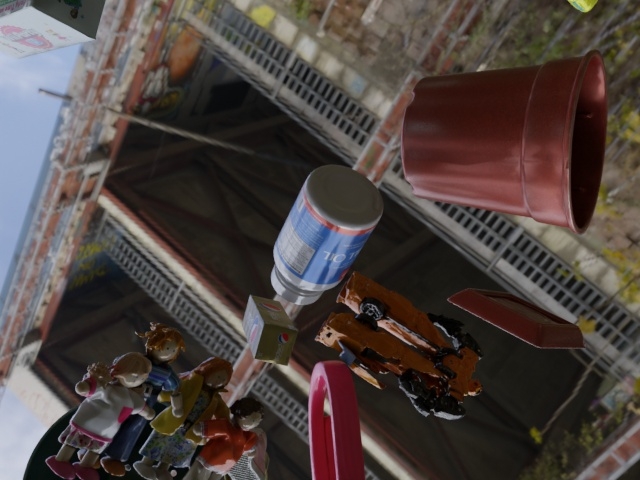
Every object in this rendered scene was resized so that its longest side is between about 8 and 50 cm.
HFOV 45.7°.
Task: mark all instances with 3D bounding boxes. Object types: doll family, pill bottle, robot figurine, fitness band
[{"bbox_3d":[-0.178,0.180,0.831,0.118,0.163,0.263,27,175,47],"label":"doll family"},{"bbox_3d":[0.000,0.000,1.170,0.124,0.221,0.124,13,-133,-15],"label":"pill bottle"},{"bbox_3d":[0.147,0.186,1.307,0.291,0.085,0.211,34,-134,-1],"label":"robot figurine"},{"bbox_3d":[0.023,0.344,1.258,0.054,0.209,0.290,-1,-118,-10],"label":"fitness band"}]

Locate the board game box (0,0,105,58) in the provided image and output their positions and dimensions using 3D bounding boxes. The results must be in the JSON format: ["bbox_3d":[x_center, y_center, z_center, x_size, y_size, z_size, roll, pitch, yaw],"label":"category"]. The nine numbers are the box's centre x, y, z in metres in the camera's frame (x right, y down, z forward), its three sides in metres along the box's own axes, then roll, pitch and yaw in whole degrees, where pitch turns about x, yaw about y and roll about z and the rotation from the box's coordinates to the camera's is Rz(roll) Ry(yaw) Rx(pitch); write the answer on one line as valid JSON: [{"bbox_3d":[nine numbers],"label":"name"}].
[{"bbox_3d":[-0.363,-0.416,1.027,0.224,0.303,0.098,5,168,43],"label":"board game box"}]

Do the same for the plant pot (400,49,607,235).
[{"bbox_3d":[0.284,-0.154,1.182,0.265,0.272,0.272,6,-160,29],"label":"plant pot"}]

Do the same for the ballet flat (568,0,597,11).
[{"bbox_3d":[0.501,-0.490,1.318,0.077,0.231,0.077,43,167,-26],"label":"ballet flat"}]

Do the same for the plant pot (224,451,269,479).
[{"bbox_3d":[-0.131,0.429,1.438,0.083,0.083,0.079,34,-169,5],"label":"plant pot"}]

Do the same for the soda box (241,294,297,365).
[{"bbox_3d":[-0.088,0.147,1.270,0.058,0.061,0.181,15,-173,-14],"label":"soda box"}]

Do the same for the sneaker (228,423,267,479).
[{"bbox_3d":[-0.102,0.259,0.972,0.051,0.134,0.070,-9,-138,9],"label":"sneaker"}]

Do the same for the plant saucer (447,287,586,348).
[{"bbox_3d":[0.471,0.177,1.789,0.259,0.047,0.258,8,-165,-47],"label":"plant saucer"}]

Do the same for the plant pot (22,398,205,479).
[{"bbox_3d":[-0.295,0.393,1.206,0.290,0.290,0.195,37,170,9],"label":"plant pot"}]
